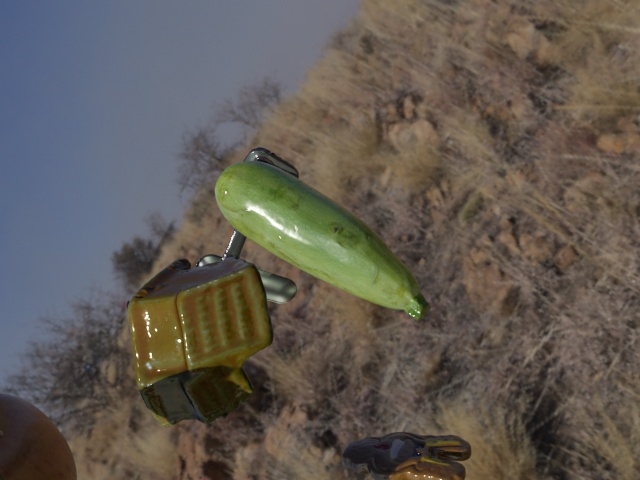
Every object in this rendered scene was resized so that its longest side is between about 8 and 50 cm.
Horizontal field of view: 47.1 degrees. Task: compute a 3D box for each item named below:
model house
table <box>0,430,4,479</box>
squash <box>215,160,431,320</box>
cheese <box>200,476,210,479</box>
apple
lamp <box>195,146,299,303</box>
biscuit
[{"bbox_3d":[-0.170,0.151,1.177,0.239,0.267,0.173,-11,-1,28],"label":"model house"},{"bbox_3d":[-0.429,0.382,0.925,0.167,0.226,0.167,-31,-3,-2],"label":"table"},{"bbox_3d":[0.000,-0.005,1.064,0.118,0.371,0.118,-49,-21,-25],"label":"squash"},{"bbox_3d":[-0.178,0.552,1.433,0.128,0.203,0.177,-60,-8,-20],"label":"cheese"},{"bbox_3d":[-0.735,0.511,1.558,0.401,0.333,0.400,-18,22,7],"label":"apple"},{"bbox_3d":[-0.103,-0.027,1.476,0.124,0.203,0.283,-37,31,52],"label":"lamp"},{"bbox_3d":[0.193,0.494,1.684,0.186,0.295,0.044,-40,-56,-66],"label":"biscuit"}]
